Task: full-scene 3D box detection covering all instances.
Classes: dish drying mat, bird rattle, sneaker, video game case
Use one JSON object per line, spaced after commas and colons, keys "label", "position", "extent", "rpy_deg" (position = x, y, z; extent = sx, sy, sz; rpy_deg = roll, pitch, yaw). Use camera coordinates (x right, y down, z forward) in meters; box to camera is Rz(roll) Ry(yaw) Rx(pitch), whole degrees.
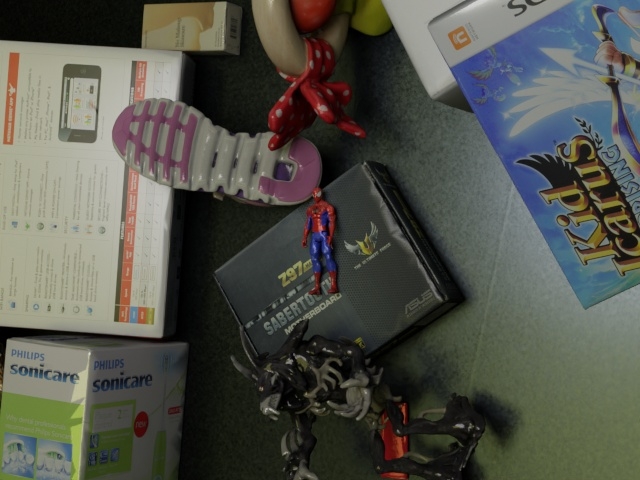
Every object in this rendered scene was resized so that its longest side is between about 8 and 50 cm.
{"label": "dish drying mat", "position": [0.081, 0.220, 1.450], "extent": [0.032, 0.008, 0.083], "rpy_deg": [0, 88, 24]}
{"label": "bird rattle", "position": [-0.018, -0.232, 1.394], "extent": [0.143, 0.207, 0.254], "rpy_deg": [7, 58, 36]}
{"label": "sneaker", "position": [-0.117, -0.087, 1.476], "extent": [0.236, 0.104, 0.095], "rpy_deg": [15, 81, -1]}
{"label": "video game case", "position": [0.255, -0.114, 1.035], "extent": [0.244, 0.061, 0.270], "rpy_deg": [-27, 99, 23]}

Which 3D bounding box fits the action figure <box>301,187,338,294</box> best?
{"label": "action figure", "position": [0.000, 0.000, 1.422], "extent": [0.038, 0.030, 0.115], "rpy_deg": [-6, 82, 30]}

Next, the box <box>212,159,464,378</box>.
{"label": "box", "position": [0.016, 0.050, 1.460], "extent": [0.232, 0.059, 0.183], "rpy_deg": [-35, 73, 20]}

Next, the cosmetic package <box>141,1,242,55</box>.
{"label": "cosmetic package", "position": [-0.153, -0.250, 1.561], "extent": [0.115, 0.041, 0.060], "rpy_deg": [2, 89, 25]}

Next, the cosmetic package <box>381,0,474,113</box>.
{"label": "cosmetic package", "position": [0.209, -0.361, 1.238], "extent": [0.329, 0.327, 0.394], "rpy_deg": [-29, 77, 21]}

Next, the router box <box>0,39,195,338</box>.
{"label": "router box", "position": [-0.312, -0.063, 1.552], "extent": [0.301, 0.082, 0.336], "rpy_deg": [5, 90, 5]}

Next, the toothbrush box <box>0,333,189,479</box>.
{"label": "toothbrush box", "position": [-0.261, 0.253, 1.502], "extent": [0.122, 0.206, 0.283], "rpy_deg": [4, 89, 26]}

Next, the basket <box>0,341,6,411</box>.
{"label": "basket", "position": [-0.511, 0.174, 1.687], "extent": [0.213, 0.223, 0.299], "rpy_deg": [-40, 69, -16]}

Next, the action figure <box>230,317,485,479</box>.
{"label": "action figure", "position": [0.025, 0.183, 1.364], "extent": [0.275, 0.141, 0.164], "rpy_deg": [21, 123, 3]}
